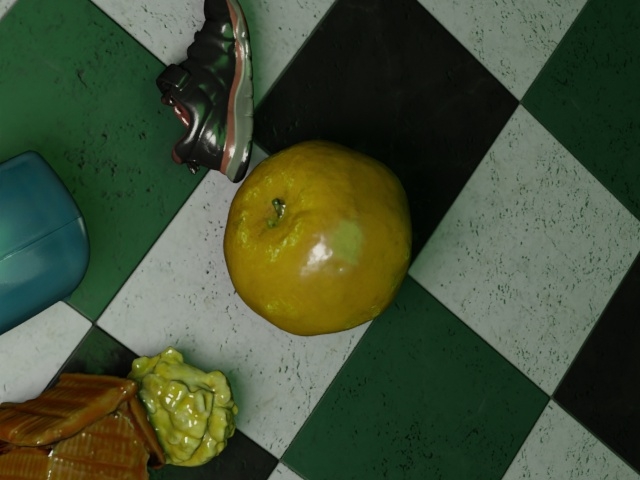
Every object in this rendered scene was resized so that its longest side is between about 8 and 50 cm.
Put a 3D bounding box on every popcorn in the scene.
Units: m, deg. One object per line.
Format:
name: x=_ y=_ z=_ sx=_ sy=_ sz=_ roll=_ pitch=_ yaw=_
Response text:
popcorn: x=-0.198 y=0.229 z=1.510 sx=0.142 sy=0.173 sz=0.173 roll=-33 pitch=104 yaw=-31

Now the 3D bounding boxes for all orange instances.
orange: x=0.000 y=0.000 z=1.539 sx=0.235 sy=0.279 sz=0.279 roll=30 pitch=77 yaw=-49

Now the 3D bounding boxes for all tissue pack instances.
tissue pack: x=-0.432 y=0.032 z=1.376 sx=0.287 sy=0.198 sz=0.206 roll=-32 pitch=101 yaw=-23

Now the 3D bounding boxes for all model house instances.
model house: x=-0.337 y=0.284 z=1.434 sx=0.219 sy=0.199 sz=0.229 roll=30 pitch=66 yaw=-44

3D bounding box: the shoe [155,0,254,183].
shoe: x=-0.163 y=-0.224 z=1.554 sx=0.137 sy=0.114 sz=0.291 roll=0 pitch=81 yaw=-6
